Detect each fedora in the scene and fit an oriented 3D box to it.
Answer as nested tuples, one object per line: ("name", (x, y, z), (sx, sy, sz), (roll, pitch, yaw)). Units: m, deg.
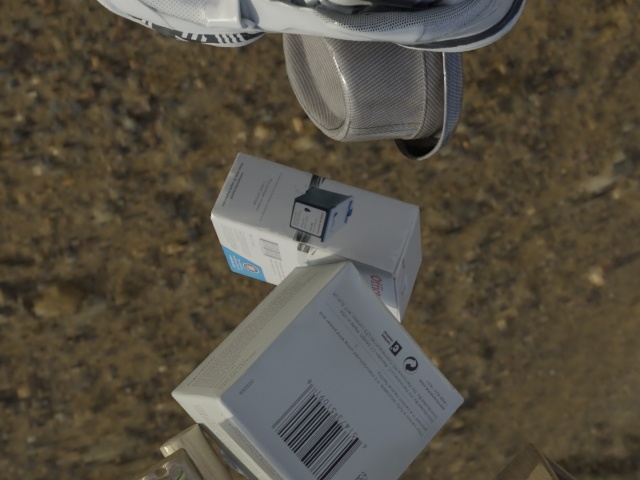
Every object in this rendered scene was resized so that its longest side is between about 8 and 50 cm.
("fedora", (0.034, -0.201, 1.218), (0.124, 0.276, 0.244), (-12, 165, -14))

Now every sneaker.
("sneaker", (-0.019, -0.219, 0.972), (0.365, 0.138, 0.210), (6, -176, 4))

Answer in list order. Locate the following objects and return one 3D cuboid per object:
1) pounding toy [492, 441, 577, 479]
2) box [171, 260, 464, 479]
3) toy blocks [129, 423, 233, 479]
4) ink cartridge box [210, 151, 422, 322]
("pounding toy", (0.191, 0.257, 1.077), (0.130, 0.141, 0.100), (40, 98, -14))
("box", (-0.002, 0.143, 1.172), (0.182, 0.181, 0.119), (-46, -163, -22))
("toy blocks", (-0.151, 0.348, 1.045), (0.288, 0.260, 0.309), (-31, -178, -2))
("ink cartridge box", (0.000, 0.000, 1.276), (0.190, 0.082, 0.140), (16, 159, 12))
